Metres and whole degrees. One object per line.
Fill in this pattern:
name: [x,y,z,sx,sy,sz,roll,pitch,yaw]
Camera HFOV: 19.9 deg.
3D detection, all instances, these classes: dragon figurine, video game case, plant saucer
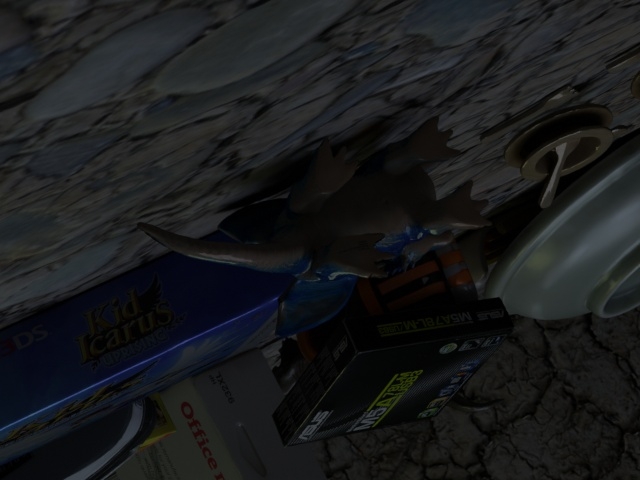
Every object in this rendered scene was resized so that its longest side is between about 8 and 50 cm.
dragon figurine: [0.000,0.000,1.079,0.289,0.085,0.144,-24,173,-40]
video game case: [-0.143,0.078,1.236,0.269,0.061,0.244,-25,172,-19]
plant saucer: [0.377,-0.011,2.102,0.400,0.100,0.400,-31,162,-11]

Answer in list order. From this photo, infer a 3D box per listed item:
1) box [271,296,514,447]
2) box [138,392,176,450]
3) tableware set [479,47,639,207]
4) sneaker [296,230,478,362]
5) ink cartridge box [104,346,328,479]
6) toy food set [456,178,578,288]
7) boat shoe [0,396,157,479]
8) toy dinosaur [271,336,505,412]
box: [0.069,0.129,1.784,0.184,0.045,0.191,-9,151,-33]
box: [-0.232,0.204,1.891,0.087,0.058,0.232,-29,174,12]
tableware set: [0.227,-0.090,1.347,0.194,0.039,0.128,-29,157,21]
sneaker: [0.060,0.075,1.899,0.180,0.124,0.321,-23,163,-3]
ink cartridge box: [-0.153,0.293,2.192,0.129,0.223,0.307,-21,171,-47]
toy food set: [0.249,0.016,2.226,0.306,0.092,0.220,-24,173,-33]
boat shoe: [-0.270,0.200,1.460,0.306,0.113,0.105,-36,159,-1]
toy dinosaur: [0.067,0.152,2.235,0.313,0.121,0.160,2,166,-4]
